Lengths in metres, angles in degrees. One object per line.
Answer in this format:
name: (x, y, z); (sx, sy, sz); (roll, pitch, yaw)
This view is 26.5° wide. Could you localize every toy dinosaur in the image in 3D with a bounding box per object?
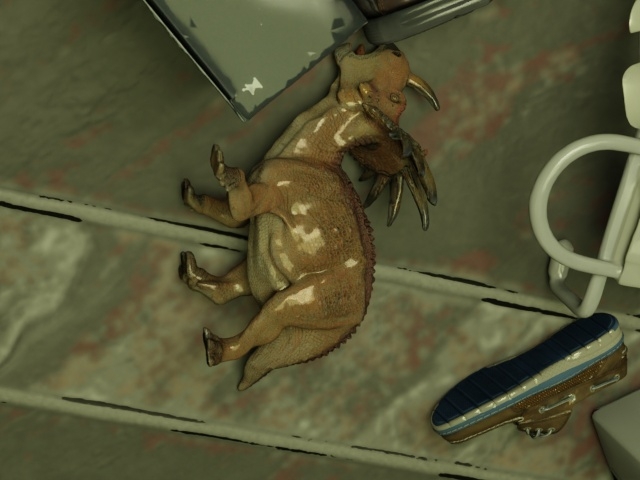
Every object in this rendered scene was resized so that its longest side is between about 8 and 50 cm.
toy dinosaur: (0.000, 0.000, 1.061); (0.200, 0.127, 0.295); (-3, 111, -17)

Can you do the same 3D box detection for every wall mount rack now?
wall mount rack: (0.332, -0.071, 1.106); (0.350, 0.130, 0.304); (10, 106, -13)

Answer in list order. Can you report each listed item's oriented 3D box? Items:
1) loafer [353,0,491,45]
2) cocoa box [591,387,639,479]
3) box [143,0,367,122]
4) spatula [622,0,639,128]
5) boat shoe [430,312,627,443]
loafer: (0.159, -0.248, 1.034); (0.303, 0.109, 0.095); (-25, 103, -1)
cocoa box: (0.411, 0.245, 1.082); (0.231, 0.347, 0.228); (-25, 108, -4)
box: (-0.069, -0.185, 0.949); (0.108, 0.207, 0.153); (-39, 108, 1)
spatula: (0.324, -0.181, 1.039); (0.242, 0.019, 0.168); (-12, 100, -27)
boat shoe: (0.184, 0.133, 1.156); (0.183, 0.066, 0.066); (-27, 109, -3)
